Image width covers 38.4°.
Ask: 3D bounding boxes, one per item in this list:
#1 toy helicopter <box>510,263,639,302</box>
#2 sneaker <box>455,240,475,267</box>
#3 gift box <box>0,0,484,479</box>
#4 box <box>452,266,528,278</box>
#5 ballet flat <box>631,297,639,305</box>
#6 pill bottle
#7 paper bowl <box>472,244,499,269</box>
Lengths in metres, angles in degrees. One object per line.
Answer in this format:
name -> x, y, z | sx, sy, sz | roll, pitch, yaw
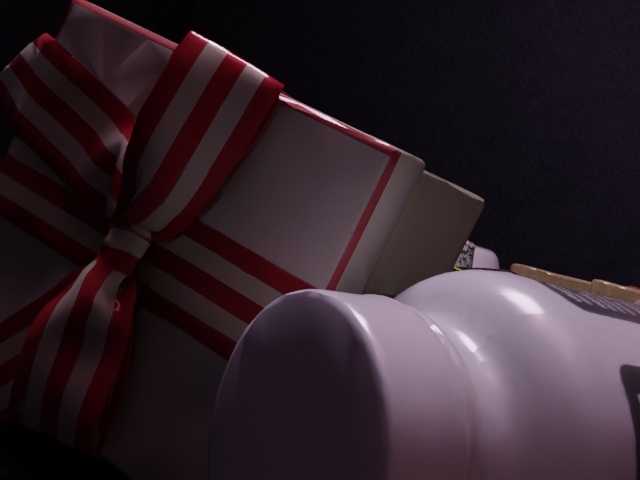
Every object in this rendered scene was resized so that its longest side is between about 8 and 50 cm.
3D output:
toy helicopter -> 0.394, 0.081, 1.161 | 0.235, 0.140, 0.355 | 15, 1, -39
sneaker -> 0.079, 0.020, 1.560 | 0.410, 0.182, 0.158 | 15, 4, 6
gift box -> -0.083, 0.014, 0.586 | 0.276, 0.255, 0.258 | 23, 5, 21
box -> 0.180, 0.087, 0.888 | 0.216, 0.060, 0.270 | 4, 13, -30
ballet flat -> 0.356, 0.177, 0.691 | 0.342, 0.116, 0.124 | 41, 48, 9
pill bottle -> 0.114, 0.110, 0.455 | 0.318, 0.176, 0.176 | 13, 4, -34
paper bowl -> 0.229, 0.066, 1.762 | 0.284, 0.148, 0.284 | 16, 3, -1
